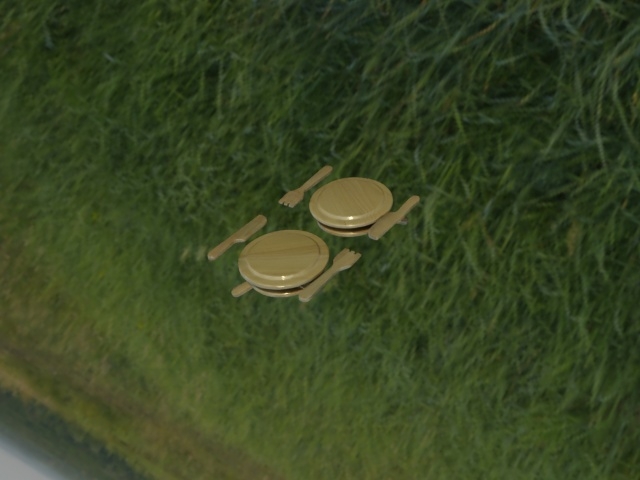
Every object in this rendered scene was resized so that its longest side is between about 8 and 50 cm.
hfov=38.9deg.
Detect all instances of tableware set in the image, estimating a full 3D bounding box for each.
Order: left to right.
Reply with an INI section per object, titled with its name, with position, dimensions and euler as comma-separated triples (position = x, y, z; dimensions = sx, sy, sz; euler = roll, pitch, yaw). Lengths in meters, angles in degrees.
[tableware set]
position = 0.000, 0.000, 0.900
dimensions = 0.128, 0.194, 0.039
euler = 22, 136, 33
